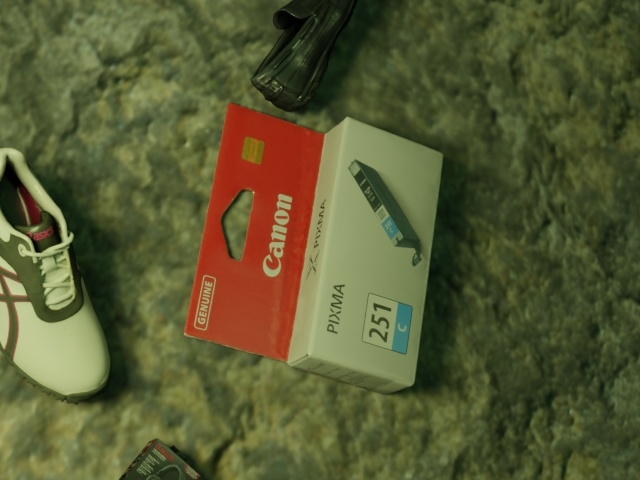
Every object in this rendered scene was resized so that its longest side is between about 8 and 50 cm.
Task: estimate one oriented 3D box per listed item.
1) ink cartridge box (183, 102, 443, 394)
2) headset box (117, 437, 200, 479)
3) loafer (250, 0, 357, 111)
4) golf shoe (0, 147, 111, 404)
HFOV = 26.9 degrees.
[{"bbox_3d":[0.000,0.000,1.524,0.261,0.066,0.296,18,67,-22],"label":"ink cartridge box"},{"bbox_3d":[-0.170,0.250,1.380,0.062,0.032,0.083,44,62,-8],"label":"headset box"},{"bbox_3d":[-0.016,-0.258,1.591,0.078,0.076,0.223,32,66,-23],"label":"loafer"},{"bbox_3d":[-0.287,0.036,1.341,0.105,0.120,0.273,-27,89,-32],"label":"golf shoe"}]
